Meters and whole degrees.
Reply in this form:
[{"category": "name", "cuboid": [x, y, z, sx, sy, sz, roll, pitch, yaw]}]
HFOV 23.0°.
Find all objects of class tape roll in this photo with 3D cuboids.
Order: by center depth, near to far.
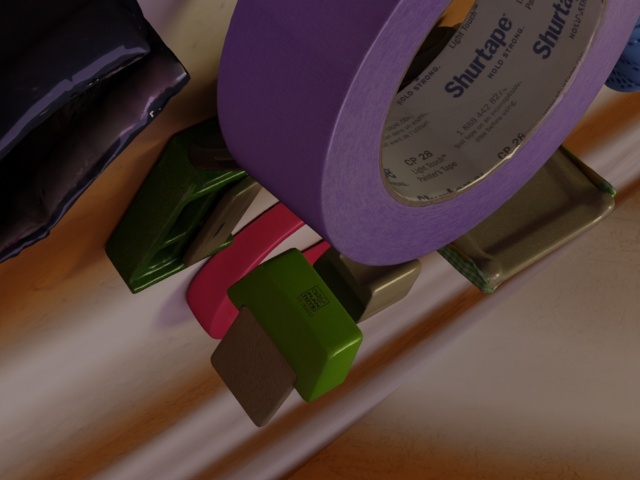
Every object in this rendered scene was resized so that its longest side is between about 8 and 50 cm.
[{"category": "tape roll", "cuboid": [0.072, -0.120, 0.902, 0.275, 0.090, 0.275, -35, 149, -25]}]

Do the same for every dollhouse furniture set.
[{"category": "dollhouse furniture set", "cuboid": [0.034, -0.010, 1.148, 0.301, 0.197, 0.151, -28, 164, -36]}]

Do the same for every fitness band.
[{"category": "fitness band", "cuboid": [0.000, 0.000, 1.460, 0.291, 0.054, 0.209, -24, 165, -44]}]

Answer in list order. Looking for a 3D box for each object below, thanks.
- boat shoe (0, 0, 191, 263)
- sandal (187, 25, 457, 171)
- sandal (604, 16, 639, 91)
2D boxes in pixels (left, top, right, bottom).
[{"category": "boat shoe", "cuboid": [-0.204, -0.021, 0.520, 0.340, 0.158, 0.127, -39, 168, 7]}, {"category": "sandal", "cuboid": [0.003, -0.102, 1.020, 0.219, 0.060, 0.090, -28, -160, -23]}, {"category": "sandal", "cuboid": [0.239, -0.205, 1.222, 0.138, 0.126, 0.317, -29, 159, -10]}]
